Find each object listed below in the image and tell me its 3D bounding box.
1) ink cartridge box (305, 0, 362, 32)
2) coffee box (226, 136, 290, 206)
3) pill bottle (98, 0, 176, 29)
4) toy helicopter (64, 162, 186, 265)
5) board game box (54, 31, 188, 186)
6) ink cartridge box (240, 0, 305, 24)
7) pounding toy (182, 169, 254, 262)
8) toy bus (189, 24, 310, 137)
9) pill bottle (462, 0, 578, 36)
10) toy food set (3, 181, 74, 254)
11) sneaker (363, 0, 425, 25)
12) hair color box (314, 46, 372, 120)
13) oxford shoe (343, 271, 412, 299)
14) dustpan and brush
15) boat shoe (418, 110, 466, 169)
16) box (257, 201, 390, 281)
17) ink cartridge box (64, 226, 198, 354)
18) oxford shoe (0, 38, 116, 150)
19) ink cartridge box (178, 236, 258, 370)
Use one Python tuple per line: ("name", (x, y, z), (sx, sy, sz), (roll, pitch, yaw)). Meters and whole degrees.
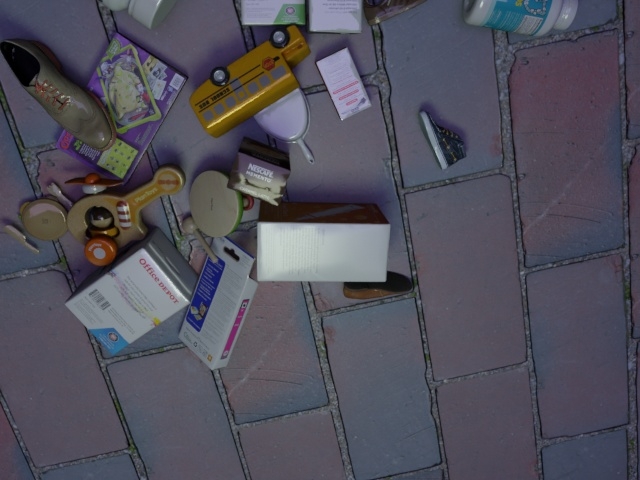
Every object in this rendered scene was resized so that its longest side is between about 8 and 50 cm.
("ink cartridge box", (0.028, -0.655, 1.380), (0.129, 0.223, 0.307), (-1, 109, -3))
("coffee box", (-0.156, -0.186, 1.511), (0.141, 0.246, 0.098), (19, 106, -11))
("pill bottle", (-0.505, -0.671, 1.344), (0.361, 0.204, 0.204), (34, 103, -14))
("toy helicopter", (-0.525, -0.110, 1.550), (0.355, 0.140, 0.235), (-29, 110, 10))
("board game box", (-0.527, -0.341, 1.537), (0.208, 0.056, 0.347), (31, 103, -18))
("ink cartridge box", (-0.120, -0.650, 1.439), (0.160, 0.092, 0.219), (-1, 108, -4))
("pounding toy", (-0.269, -0.085, 1.604), (0.183, 0.110, 0.237), (42, 120, 21))
("toy bus", (-0.171, -0.408, 1.488), (0.332, 0.108, 0.130), (-30, 86, 6))
("pill bottle", (0.509, -0.605, 1.476), (0.264, 0.146, 0.146), (7, 108, -7))
("toy food set", (-0.769, -0.063, 1.620), (0.192, 0.038, 0.132), (-41, 114, 4))
("sneaker", (0.201, -0.621, 1.488), (0.188, 0.066, 0.071), (-24, 108, 3))
("hair color box", (0.061, -0.419, 1.552), (0.093, 0.053, 0.167), (-25, 107, 3))
("oxford shoe", (0.170, 0.143, 1.752), (0.212, 0.076, 0.076), (0, 138, -7))
("dustpan and brush", (-0.073, -0.298, 1.588), (0.147, 0.060, 0.211), (-29, 101, 7))
("boat shoe", (0.340, -0.293, 1.614), (0.083, 0.065, 0.183), (-28, 115, 4))
("box", (0.000, 0.000, 1.602), (0.345, 0.215, 0.168), (1, 108, -5))
("ink cartridge box", (-0.514, 0.136, 1.617), (0.270, 0.197, 0.198), (-34, 107, 7))
("oxford shoe", (-0.659, -0.356, 1.438), (0.348, 0.130, 0.123), (44, 102, -1))
("ink cartridge box", (-0.286, 0.170, 1.665), (0.069, 0.175, 0.371), (-2, 119, -51))
